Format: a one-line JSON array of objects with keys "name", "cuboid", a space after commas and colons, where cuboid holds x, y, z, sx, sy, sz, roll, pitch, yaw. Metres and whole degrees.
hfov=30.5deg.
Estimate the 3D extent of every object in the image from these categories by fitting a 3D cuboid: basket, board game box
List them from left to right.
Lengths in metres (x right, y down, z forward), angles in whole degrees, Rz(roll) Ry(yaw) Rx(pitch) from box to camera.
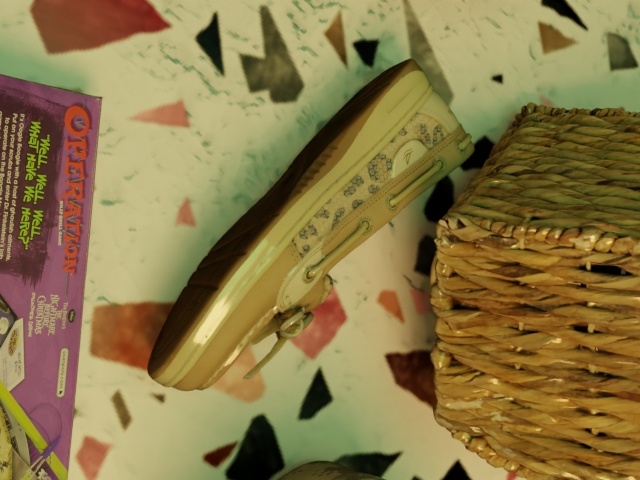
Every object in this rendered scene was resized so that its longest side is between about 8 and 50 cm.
[{"name": "board game box", "cuboid": [-0.228, 0.071, 0.669, 0.208, 0.056, 0.347, 8, 85, -48]}, {"name": "basket", "cuboid": [0.246, 0.048, 0.801, 0.223, 0.299, 0.213, -48, 139, -55]}]

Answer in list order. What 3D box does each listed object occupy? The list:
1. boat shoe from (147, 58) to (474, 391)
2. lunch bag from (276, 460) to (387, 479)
[{"name": "boat shoe", "cuboid": [0.000, 0.000, 0.785, 0.089, 0.104, 0.285, 45, 73, -13]}, {"name": "lunch bag", "cuboid": [0.039, 0.304, 0.715, 0.212, 0.256, 0.305, -33, 101, -20]}]
